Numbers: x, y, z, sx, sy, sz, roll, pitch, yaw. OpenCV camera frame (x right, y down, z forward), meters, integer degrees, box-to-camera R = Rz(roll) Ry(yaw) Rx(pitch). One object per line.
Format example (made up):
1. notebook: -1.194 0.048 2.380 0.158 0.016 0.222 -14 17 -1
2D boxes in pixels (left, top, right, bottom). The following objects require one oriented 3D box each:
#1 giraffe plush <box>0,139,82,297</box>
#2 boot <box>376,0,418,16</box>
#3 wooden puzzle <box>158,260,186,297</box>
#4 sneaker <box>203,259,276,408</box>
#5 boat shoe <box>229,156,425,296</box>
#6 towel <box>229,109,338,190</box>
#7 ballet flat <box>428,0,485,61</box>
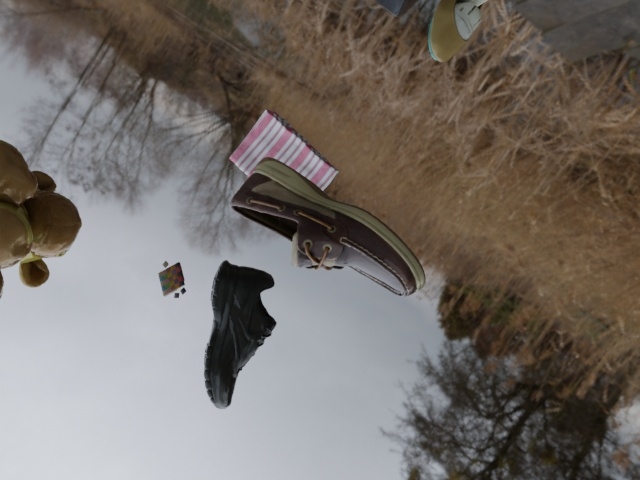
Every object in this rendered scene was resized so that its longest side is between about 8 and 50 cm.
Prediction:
1. giraffe plush: -0.338 -0.018 0.640 0.210 0.181 0.170 29 -178 26
2. boot: 0.278 -0.652 1.079 0.146 0.445 0.367 44 -128 14
3. wooden puzzle: -0.274 0.072 1.112 0.006 0.049 0.083 35 -149 -59
4. sneaker: -0.153 0.185 1.146 0.130 0.286 0.109 8 -172 -9
5. boat shoe: 0.000 0.000 0.941 0.342 0.123 0.123 35 159 19
6. towel: -0.078 -0.156 1.244 0.197 0.144 0.029 43 -158 2
7. ballet flat: 0.245 -0.397 1.022 0.073 0.232 0.080 -6 140 41
